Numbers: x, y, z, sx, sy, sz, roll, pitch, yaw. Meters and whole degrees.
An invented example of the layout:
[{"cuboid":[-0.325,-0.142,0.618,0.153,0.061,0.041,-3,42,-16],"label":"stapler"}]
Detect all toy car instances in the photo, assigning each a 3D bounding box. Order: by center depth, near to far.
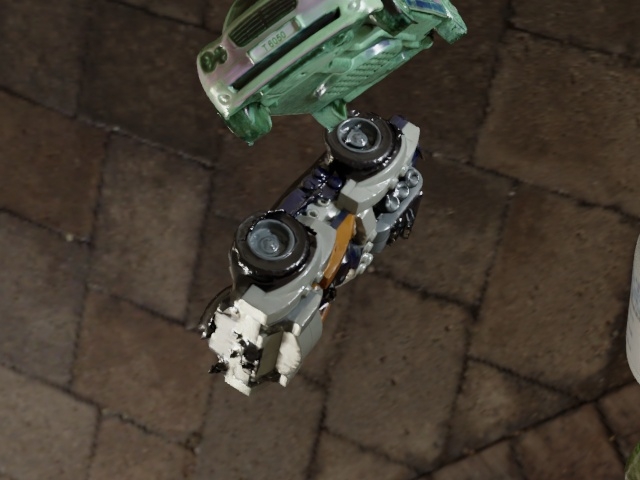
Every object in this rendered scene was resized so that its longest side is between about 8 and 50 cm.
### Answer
[{"cuboid":[0.004,-0.104,0.650,0.090,0.224,0.076,-33,87,16],"label":"toy car"},{"cuboid":[0.002,0.000,1.292,0.118,0.301,0.193,34,146,13],"label":"toy car"}]

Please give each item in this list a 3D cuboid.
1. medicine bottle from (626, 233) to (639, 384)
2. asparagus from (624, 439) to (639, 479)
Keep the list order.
[{"cuboid":[0.229,0.015,0.778,0.105,0.105,0.168,21,140,24],"label":"medicine bottle"},{"cuboid":[0.435,0.146,1.482,0.082,0.085,0.343,-106,34,-53],"label":"asparagus"}]
